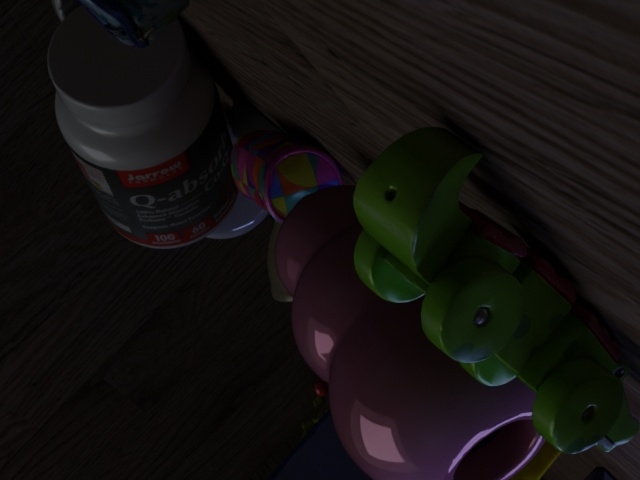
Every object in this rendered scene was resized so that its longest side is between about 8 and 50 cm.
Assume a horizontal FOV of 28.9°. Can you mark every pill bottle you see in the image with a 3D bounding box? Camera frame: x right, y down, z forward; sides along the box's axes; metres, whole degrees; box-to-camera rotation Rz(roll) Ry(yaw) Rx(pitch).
[{"bbox_3d":[-0.233,-0.152,1.660,0.210,0.210,0.363,44,166,22],"label":"pill bottle"},{"bbox_3d":[-0.182,-0.109,2.130,0.188,0.188,0.334,46,178,-11],"label":"pill bottle"}]

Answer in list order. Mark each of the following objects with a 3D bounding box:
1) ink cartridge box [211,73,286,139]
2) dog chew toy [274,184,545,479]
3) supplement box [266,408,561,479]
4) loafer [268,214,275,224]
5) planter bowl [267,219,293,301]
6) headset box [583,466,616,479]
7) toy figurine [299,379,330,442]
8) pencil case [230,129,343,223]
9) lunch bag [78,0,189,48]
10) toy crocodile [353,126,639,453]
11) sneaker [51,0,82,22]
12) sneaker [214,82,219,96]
[{"bbox_3d":[-0.074,-0.123,1.742,0.224,0.056,0.181,41,174,45],"label":"ink cartridge box"},{"bbox_3d":[0.068,0.074,1.136,0.332,0.206,0.206,53,-177,36],"label":"dog chew toy"},{"bbox_3d":[0.111,0.244,1.340,0.195,0.194,0.356,45,-151,12],"label":"supplement box"},{"bbox_3d":[-0.068,-0.062,2.239,0.078,0.080,0.220,44,177,4],"label":"loafer"},{"bbox_3d":[0.000,0.000,1.619,0.162,0.162,0.109,-145,38,-75],"label":"planter bowl"},{"bbox_3d":[0.417,0.361,1.801,0.062,0.032,0.083,45,176,7],"label":"headset box"},{"bbox_3d":[0.056,0.159,2.104,0.362,0.191,0.217,-57,-46,-55],"label":"toy figurine"},{"bbox_3d":[-0.044,-0.077,1.497,0.104,0.104,0.236,46,178,-15],"label":"pencil case"},{"bbox_3d":[-0.225,-0.287,1.191,0.219,0.090,0.176,46,180,-2],"label":"lunch bag"},{"bbox_3d":[0.131,0.048,0.851,0.340,0.105,0.115,41,180,-38],"label":"toy crocodile"},{"bbox_3d":[-0.336,-0.348,1.722,0.115,0.105,0.281,45,178,4],"label":"sneaker"},{"bbox_3d":[-0.206,-0.246,1.839,0.152,0.058,0.084,38,-176,0],"label":"sneaker"}]
